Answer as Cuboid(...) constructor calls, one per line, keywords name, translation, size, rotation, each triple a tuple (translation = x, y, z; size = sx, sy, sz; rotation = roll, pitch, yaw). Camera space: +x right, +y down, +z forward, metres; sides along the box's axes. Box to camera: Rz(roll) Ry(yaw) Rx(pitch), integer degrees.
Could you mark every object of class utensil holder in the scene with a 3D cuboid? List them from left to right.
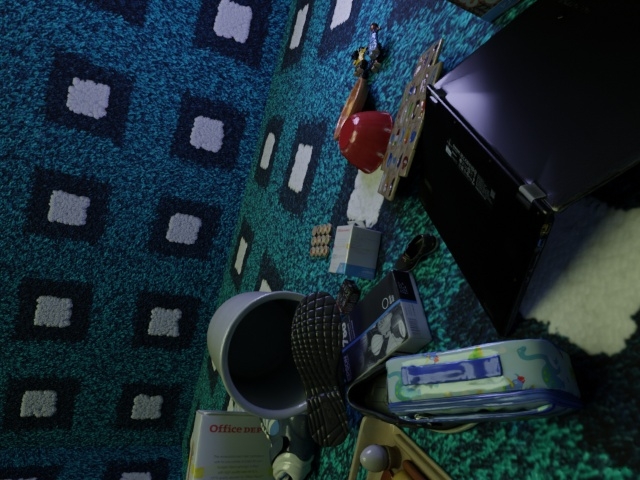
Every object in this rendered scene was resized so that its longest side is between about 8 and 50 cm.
Cuboid(name="utensil holder", translation=(-0.169, 0.311, 1.242), size=(0.385, 0.328, 0.327), rotation=(169, 111, -67))

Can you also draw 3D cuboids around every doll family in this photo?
Cuboid(name="doll family", translation=(0.145, -0.568, 1.253), size=(0.193, 0.076, 0.111), rotation=(-25, 52, 57))

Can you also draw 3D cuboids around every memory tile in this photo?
Cuboid(name="memory tile", translation=(0.000, 0.000, 1.392), size=(0.148, 0.012, 0.113), rotation=(173, 107, -67))

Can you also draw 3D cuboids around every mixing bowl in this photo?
Cuboid(name="mixing bowl", translation=(0.113, -0.287, 1.154), size=(0.181, 0.098, 0.181), rotation=(-40, 44, 55))

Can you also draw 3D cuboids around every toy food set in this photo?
Cuboid(name="toy food set", translation=(0.138, 0.491, 0.734), size=(0.306, 0.093, 0.219), rotation=(-163, 85, -68))

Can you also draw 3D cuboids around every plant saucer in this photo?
Cuboid(name="plant saucer", translation=(0.096, -0.398, 1.271), size=(0.200, 0.037, 0.199), rotation=(-158, 90, -79))

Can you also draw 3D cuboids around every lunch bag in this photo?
Cuboid(name="lunch bag", translation=(0.207, 0.191, 0.545), size=(0.219, 0.176, 0.090), rotation=(-21, 55, 34))

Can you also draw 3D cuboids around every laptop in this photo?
Cuboid(name="laptop", translation=(0.341, -0.137, 0.653), size=(0.381, 0.237, 0.407), rotation=(-104, 5, -47))

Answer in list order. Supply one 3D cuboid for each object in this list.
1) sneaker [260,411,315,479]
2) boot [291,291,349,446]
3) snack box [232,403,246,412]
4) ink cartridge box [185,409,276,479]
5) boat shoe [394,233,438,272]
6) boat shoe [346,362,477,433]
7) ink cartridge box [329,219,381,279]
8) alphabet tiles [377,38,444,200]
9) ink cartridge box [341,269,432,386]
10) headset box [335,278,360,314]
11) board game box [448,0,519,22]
Cuboid(name="sneaker", translation=(-0.122, 0.607, 1.237), size=(0.323, 0.130, 0.236), rotation=(-29, 49, 54))
Cuboid(name="boot", translation=(-0.001, 0.300, 0.996), size=(0.222, 0.118, 0.337), rotation=(85, -177, -78))
Cuboid(name="snack box", translation=(-0.299, 0.696, 1.690), size=(0.174, 0.070, 0.207), rotation=(-128, 51, -60))
Cuboid(name="ink cartridge box", translation=(-0.295, 0.776, 1.377), size=(0.160, 0.279, 0.384), rotation=(147, 131, -61))
Cuboid(name="boat shoe", translation=(0.196, 0.027, 0.885), size=(0.133, 0.042, 0.048), rotation=(129, 143, -50))
Cuboid(name="boat shoe", translation=(0.157, 0.279, 0.760), size=(0.340, 0.113, 0.127), rotation=(149, 130, -60))
Cuboid(name="ink cartridge box", translation=(0.091, 0.022, 1.066), size=(0.092, 0.090, 0.143), rotation=(1, 80, 67))
Cuboid(name="alphabet tiles", translation=(0.198, -0.263, 0.942), size=(0.285, 0.011, 0.342), rotation=(-99, 25, -78))
Cuboid(name="ink cartridge box", translation=(0.117, 0.225, 0.949), size=(0.332, 0.065, 0.165), rotation=(123, 149, -43))
Cuboid(name="headset box", translation=(0.072, 0.157, 1.123), size=(0.062, 0.032, 0.083), rotation=(-117, 43, -57))
Cuboid(name="board game box", translation=(0.249, -0.574, 0.718), size=(0.141, 0.291, 0.231), rotation=(-14, 67, 64))
